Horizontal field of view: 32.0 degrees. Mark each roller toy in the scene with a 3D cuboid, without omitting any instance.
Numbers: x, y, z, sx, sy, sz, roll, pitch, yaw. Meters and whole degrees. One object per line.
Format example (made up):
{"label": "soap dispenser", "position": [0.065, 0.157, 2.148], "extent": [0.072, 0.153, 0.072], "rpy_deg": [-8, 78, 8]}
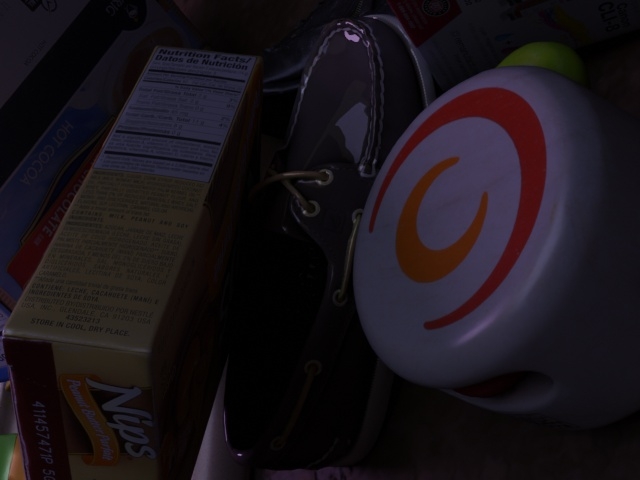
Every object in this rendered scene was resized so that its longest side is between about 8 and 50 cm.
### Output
{"label": "roller toy", "position": [0.126, 0.010, 0.651], "extent": [0.209, 0.146, 0.191], "rpy_deg": [-54, 33, 21]}

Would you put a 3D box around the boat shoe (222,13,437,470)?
{"label": "boat shoe", "position": [0.000, 0.000, 0.768], "extent": [0.117, 0.097, 0.324], "rpy_deg": [15, 97, 46]}

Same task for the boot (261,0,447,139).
{"label": "boot", "position": [0.029, -0.206, 0.903], "extent": [0.263, 0.091, 0.229], "rpy_deg": [-6, 67, 33]}

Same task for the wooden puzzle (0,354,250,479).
{"label": "wooden puzzle", "position": [-0.198, 0.141, 0.972], "extent": [0.348, 0.080, 0.322], "rpy_deg": [-13, 63, 42]}

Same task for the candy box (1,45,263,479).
{"label": "candy box", "position": [-0.106, 0.027, 0.735], "extent": [0.316, 0.088, 0.183], "rpy_deg": [-78, -6, -52]}

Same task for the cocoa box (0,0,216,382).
{"label": "cocoa box", "position": [-0.269, -0.073, 0.951], "extent": [0.231, 0.228, 0.347], "rpy_deg": [-17, 35, 41]}

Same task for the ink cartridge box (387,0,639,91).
{"label": "ink cartridge box", "position": [0.134, -0.201, 0.717], "extent": [0.176, 0.128, 0.127], "rpy_deg": [-17, 61, 18]}
